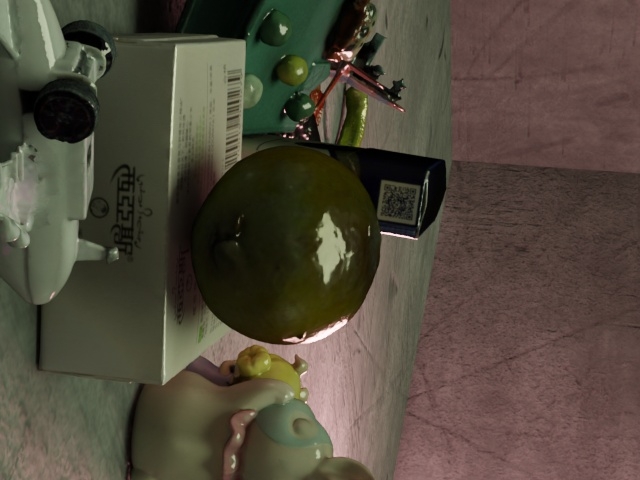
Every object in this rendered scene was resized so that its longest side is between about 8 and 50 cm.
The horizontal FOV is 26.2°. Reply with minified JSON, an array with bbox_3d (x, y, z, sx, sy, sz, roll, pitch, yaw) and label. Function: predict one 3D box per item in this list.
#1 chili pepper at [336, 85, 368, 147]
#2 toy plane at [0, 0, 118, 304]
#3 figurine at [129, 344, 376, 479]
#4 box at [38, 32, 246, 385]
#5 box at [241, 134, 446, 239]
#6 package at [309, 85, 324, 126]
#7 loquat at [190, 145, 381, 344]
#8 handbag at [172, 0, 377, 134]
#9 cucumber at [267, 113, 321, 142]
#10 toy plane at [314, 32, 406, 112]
[{"bbox_3d":[0.048,-0.168,2.205,0.049,0.043,0.208,102,-1,-63],"label":"chili pepper"},{"bbox_3d":[-0.181,-0.063,0.876,0.251,0.101,0.255,-90,178,-56],"label":"toy plane"},{"bbox_3d":[-0.051,0.186,1.306,0.155,0.235,0.127,-72,163,-50],"label":"figurine"},{"bbox_3d":[-0.137,-0.035,1.099,0.194,0.111,0.260,-33,129,-75],"label":"box"},{"bbox_3d":[-0.014,-0.059,1.334,0.168,0.259,0.071,-34,131,-77],"label":"box"},{"bbox_3d":[-0.019,-0.216,1.874,0.200,0.022,0.083,70,26,-63],"label":"package"},{"bbox_3d":[-0.023,0.004,1.053,0.195,0.152,0.152,-1,96,-67],"label":"loquat"},{"bbox_3d":[-0.022,-0.221,1.288,0.268,0.100,0.274,-64,163,13],"label":"handbag"},{"bbox_3d":[-0.032,-0.117,1.732,0.300,0.072,0.072,77,21,-56],"label":"cucumber"},{"bbox_3d":[0.008,-0.220,1.599,0.104,0.223,0.326,-57,-177,12],"label":"toy plane"}]
